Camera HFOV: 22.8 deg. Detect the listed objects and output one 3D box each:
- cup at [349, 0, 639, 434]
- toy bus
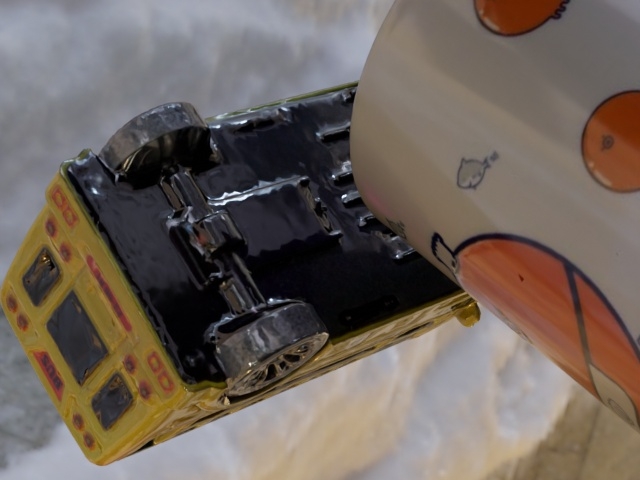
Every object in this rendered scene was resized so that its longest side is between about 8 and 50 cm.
[{"bbox_3d":[0.193,-0.007,0.693,0.212,0.317,0.212,-29,141,-27],"label":"cup"},{"bbox_3d":[0.000,0.000,0.868,0.331,0.145,0.151,-18,159,-42],"label":"toy bus"}]
